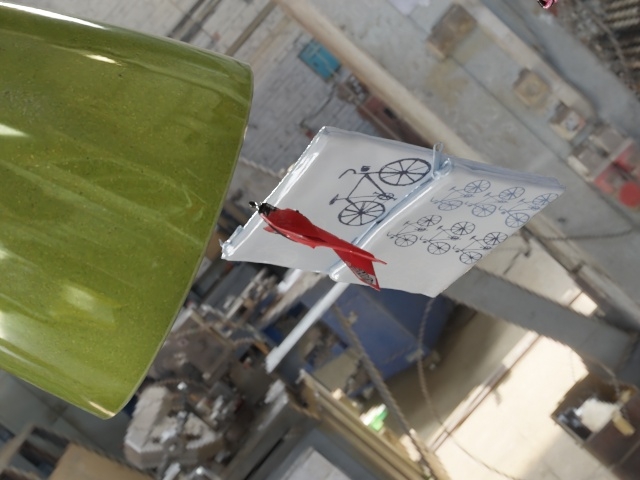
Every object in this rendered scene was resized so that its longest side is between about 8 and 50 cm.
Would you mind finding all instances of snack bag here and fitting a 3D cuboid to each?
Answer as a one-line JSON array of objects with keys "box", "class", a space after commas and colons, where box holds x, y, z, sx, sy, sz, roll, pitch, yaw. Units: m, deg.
[{"box": [0.082, -0.023, 1.189, 0.323, 0.343, 0.037, -45, 41, 50], "class": "snack bag"}]

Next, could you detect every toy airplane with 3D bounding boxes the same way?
[{"box": [0.000, 0.000, 0.854, 0.028, 0.151, 0.151, -62, 9, -5], "class": "toy airplane"}]

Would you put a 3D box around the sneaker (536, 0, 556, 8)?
[{"box": [0.177, -0.205, 0.702, 0.119, 0.047, 0.057, -34, -38, -61], "class": "sneaker"}]

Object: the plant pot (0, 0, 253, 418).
[{"box": [-0.236, -0.057, 0.633, 0.274, 0.294, 0.274, -55, 21, 33], "class": "plant pot"}]
